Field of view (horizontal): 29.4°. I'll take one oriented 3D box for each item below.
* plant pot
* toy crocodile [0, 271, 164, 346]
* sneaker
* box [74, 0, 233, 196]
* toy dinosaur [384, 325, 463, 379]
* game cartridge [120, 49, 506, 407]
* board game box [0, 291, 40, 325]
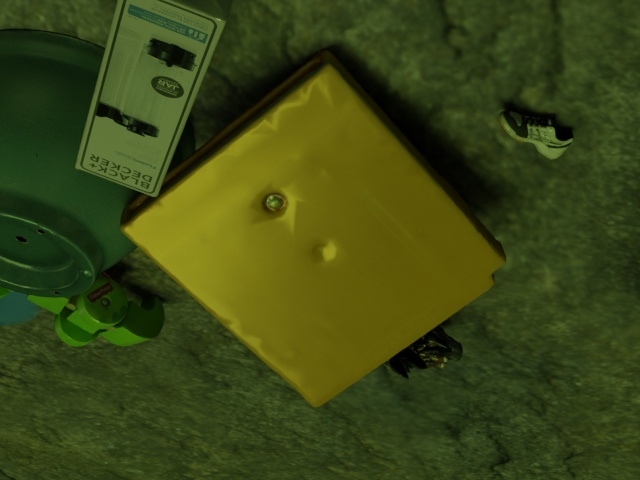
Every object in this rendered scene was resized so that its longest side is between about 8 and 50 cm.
[{"bbox_3d":[-0.305,-0.060,1.345,0.293,0.196,0.293,10,149,6],"label":"plant pot"},{"bbox_3d":[-0.365,0.050,1.652,0.341,0.105,0.115,31,145,-18],"label":"toy crocodile"},{"bbox_3d":[0.217,-0.114,1.223,0.083,0.032,0.037,24,134,-26],"label":"sneaker"},{"bbox_3d":[-0.140,-0.185,1.107,0.087,0.169,0.290,19,149,-9],"label":"box"},{"bbox_3d":[0.047,0.089,1.511,0.322,0.164,0.218,5,172,-28],"label":"toy dinosaur"},{"bbox_3d":[0.000,0.000,1.296,0.285,0.052,0.323,-36,118,16],"label":"game cartridge"},{"bbox_3d":[-0.489,0.068,1.781,0.169,0.033,0.133,23,143,-25],"label":"board game box"}]
